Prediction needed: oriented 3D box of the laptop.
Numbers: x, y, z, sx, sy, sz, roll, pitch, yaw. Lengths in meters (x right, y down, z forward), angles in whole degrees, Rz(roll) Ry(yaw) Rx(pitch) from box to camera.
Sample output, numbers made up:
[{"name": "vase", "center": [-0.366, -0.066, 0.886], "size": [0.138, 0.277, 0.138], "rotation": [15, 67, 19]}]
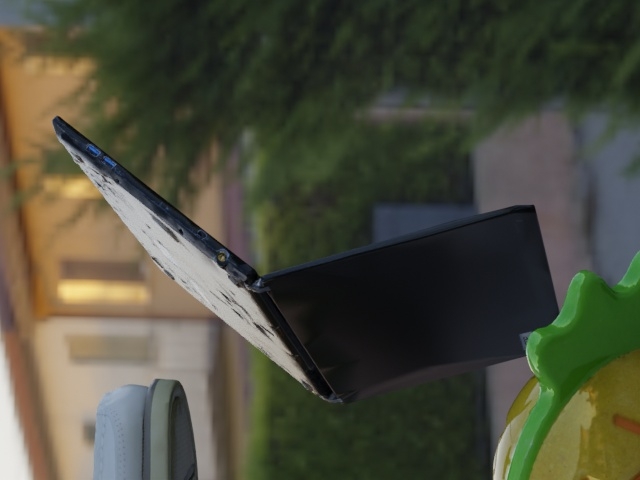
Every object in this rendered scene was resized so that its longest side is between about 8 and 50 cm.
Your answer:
[{"name": "laptop", "center": [0.000, 0.000, 1.068], "size": [0.136, 0.264, 0.234], "rotation": [-48, -24, -10]}]

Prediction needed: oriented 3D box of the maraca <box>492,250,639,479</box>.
[{"name": "maraca", "center": [0.136, 0.091, 0.806], "size": [0.099, 0.127, 0.185], "rotation": [29, 130, 45]}]

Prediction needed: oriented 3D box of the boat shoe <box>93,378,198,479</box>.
[{"name": "boat shoe", "center": [-0.125, 0.220, 0.959], "size": [0.113, 0.103, 0.302], "rotation": [-67, -19, -73]}]
